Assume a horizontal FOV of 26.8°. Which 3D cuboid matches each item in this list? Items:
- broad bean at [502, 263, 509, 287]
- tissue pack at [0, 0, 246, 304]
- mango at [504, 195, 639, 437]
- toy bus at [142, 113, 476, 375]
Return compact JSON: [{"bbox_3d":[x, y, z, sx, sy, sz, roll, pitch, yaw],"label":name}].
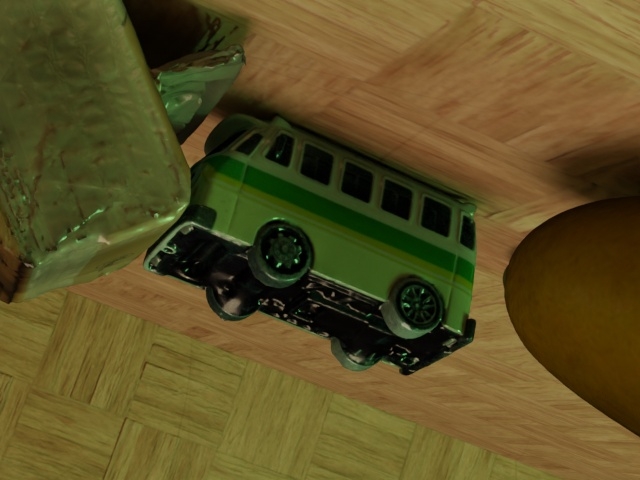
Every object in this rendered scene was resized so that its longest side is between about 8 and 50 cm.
[{"bbox_3d":[0.268,0.057,1.288,0.153,0.072,0.206,28,176,-24],"label":"broad bean"},{"bbox_3d":[-0.186,-0.088,1.068,0.238,0.239,0.305,22,167,-11],"label":"tissue pack"},{"bbox_3d":[0.338,0.082,0.963,0.445,0.221,0.301,22,177,31],"label":"mango"},{"bbox_3d":[0.000,0.000,1.189,0.276,0.165,0.133,24,151,-17],"label":"toy bus"}]
